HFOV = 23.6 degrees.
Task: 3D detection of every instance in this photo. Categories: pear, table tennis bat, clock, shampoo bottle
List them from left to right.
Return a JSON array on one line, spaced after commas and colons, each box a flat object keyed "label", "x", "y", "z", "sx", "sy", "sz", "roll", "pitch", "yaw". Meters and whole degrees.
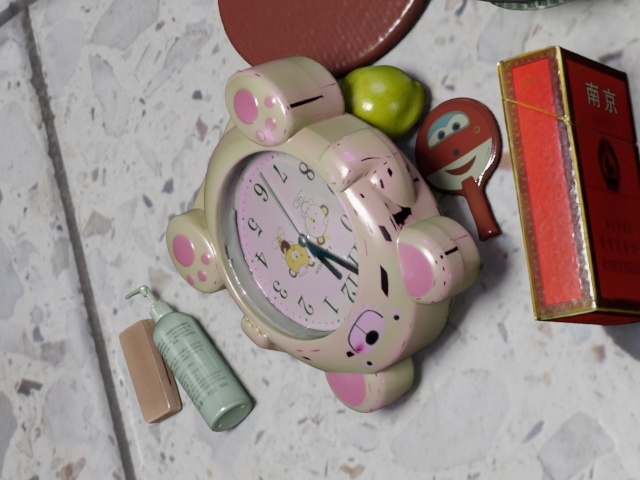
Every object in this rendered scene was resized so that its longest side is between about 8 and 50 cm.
[{"label": "shampoo bottle", "x": -0.147, "y": 0.121, "z": 1.700, "sx": 0.056, "sy": 0.056, "sz": 0.195, "roll": -47, "pitch": 62, "yaw": 21}, {"label": "clock", "x": 0.000, "y": 0.000, "z": 1.534, "sx": 0.309, "sy": 0.114, "sz": 0.284, "roll": 45, "pitch": 130, "yaw": 22}, {"label": "table tennis bat", "x": 0.044, "y": -0.339, "z": 1.621, "sx": 0.414, "sy": 0.051, "sz": 0.268, "roll": -39, "pitch": 66, "yaw": 27}, {"label": "pear", "x": 0.059, "y": -0.140, "z": 1.571, "sx": 0.097, "sy": 0.092, "sz": 0.092, "roll": -22, "pitch": 68, "yaw": -12}, {"label": "table tennis bat", "x": 0.146, "y": -0.071, "z": 1.544, "sx": 0.098, "sy": 0.019, "sz": 0.155, "roll": -29, "pitch": 67, "yaw": 28}]

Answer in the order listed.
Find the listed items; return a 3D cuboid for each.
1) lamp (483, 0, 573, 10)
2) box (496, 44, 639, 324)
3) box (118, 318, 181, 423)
[{"label": "lamp", "x": 0.178, "y": -0.340, "z": 1.383, "sx": 0.205, "sy": 0.374, "sz": 0.272, "roll": 8, "pitch": 116, "yaw": 39}, {"label": "box", "x": 0.238, "y": -0.045, "z": 1.395, "sx": 0.074, "sy": 0.153, "sz": 0.240, "roll": -15, "pitch": 77, "yaw": 37}, {"label": "box", "x": -0.194, "y": 0.149, "z": 1.747, "sx": 0.048, "sy": 0.025, "sz": 0.115, "roll": -33, "pitch": 68, "yaw": 33}]
